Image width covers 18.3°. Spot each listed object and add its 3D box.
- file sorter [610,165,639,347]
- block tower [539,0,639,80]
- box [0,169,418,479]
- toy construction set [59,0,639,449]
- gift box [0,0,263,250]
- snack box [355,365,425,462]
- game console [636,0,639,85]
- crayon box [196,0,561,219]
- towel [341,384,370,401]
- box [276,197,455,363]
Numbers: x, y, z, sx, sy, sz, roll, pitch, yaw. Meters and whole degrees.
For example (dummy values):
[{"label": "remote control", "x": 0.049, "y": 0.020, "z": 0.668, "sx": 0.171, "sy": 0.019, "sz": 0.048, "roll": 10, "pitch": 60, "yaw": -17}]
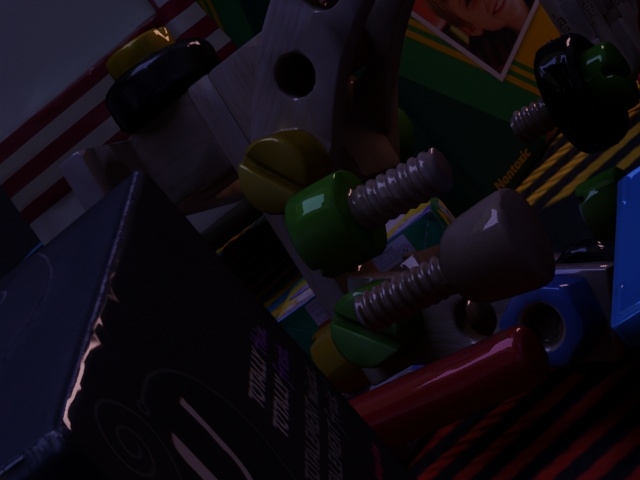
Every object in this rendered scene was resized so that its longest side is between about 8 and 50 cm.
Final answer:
[{"label": "file sorter", "x": 0.201, "y": -0.004, "z": 0.692, "sx": 0.170, "sy": 0.104, "sz": 0.118, "roll": -34, "pitch": 16, "yaw": 23}, {"label": "block tower", "x": 0.213, "y": -0.175, "z": 0.986, "sx": 0.097, "sy": 0.091, "sz": 0.335, "roll": -29, "pitch": -5, "yaw": -20}, {"label": "box", "x": -0.016, "y": 0.145, "z": 0.490, "sx": 0.143, "sy": 0.270, "sz": 0.165, "roll": -37, "pitch": 15, "yaw": 13}, {"label": "toy construction set", "x": 0.000, "y": 0.000, "z": 0.868, "sx": 0.237, "sy": 0.257, "sz": 0.309, "roll": -27, "pitch": 22, "yaw": 26}, {"label": "gift box", "x": -0.069, "y": -0.113, "z": 1.398, "sx": 0.258, "sy": 0.276, "sz": 0.255, "roll": -38, "pitch": 2, "yaw": 26}, {"label": "snack box", "x": 0.050, "y": 0.070, "z": 1.006, "sx": 0.178, "sy": 0.022, "sz": 0.064, "roll": -48, "pitch": 16, "yaw": -25}, {"label": "game console", "x": 0.285, "y": -0.163, "z": 0.721, "sx": 0.386, "sy": 0.060, "sz": 0.342, "roll": -34, "pitch": -7, "yaw": 6}, {"label": "crayon box", "x": 0.078, "y": -0.240, "z": 1.243, "sx": 0.363, "sy": 0.313, "sz": 0.106, "roll": -50, "pitch": 18, "yaw": -29}, {"label": "towel", "x": -0.049, "y": 0.135, "z": 1.068, "sx": 0.197, "sy": 0.029, "sz": 0.144, "roll": -45, "pitch": 16, "yaw": -23}, {"label": "box", "x": 0.032, "y": 0.019, "z": 1.103, "sx": 0.105, "sy": 0.043, "sz": 0.179, "roll": -36, "pitch": 1, "yaw": 5}]
